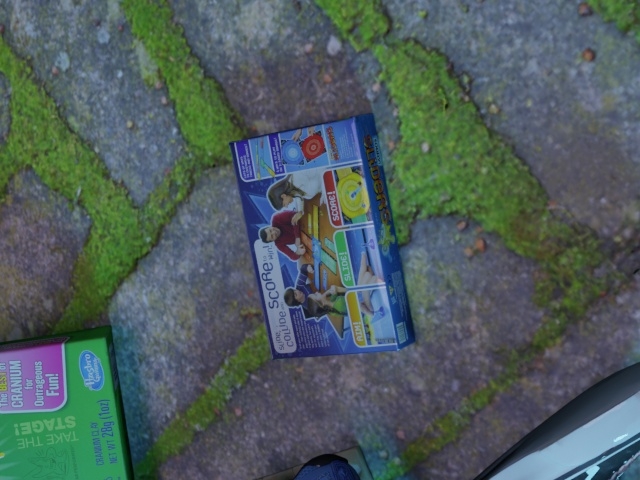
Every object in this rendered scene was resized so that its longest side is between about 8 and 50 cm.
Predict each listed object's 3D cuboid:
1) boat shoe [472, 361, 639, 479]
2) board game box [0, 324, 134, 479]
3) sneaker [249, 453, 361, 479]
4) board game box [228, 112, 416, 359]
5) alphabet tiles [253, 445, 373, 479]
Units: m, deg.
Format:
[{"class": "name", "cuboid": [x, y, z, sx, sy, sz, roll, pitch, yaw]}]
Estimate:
[{"class": "boat shoe", "cuboid": [0.185, 0.203, 0.911, 0.105, 0.113, 0.306, 48, 124, 8]}, {"class": "board game box", "cuboid": [-0.351, 0.228, 1.184, 0.316, 0.064, 0.242, -8, 97, -4]}, {"class": "sneaker", "cuboid": [-0.041, 0.300, 1.074, 0.330, 0.129, 0.147, -48, 47, 39]}, {"class": "board game box", "cuboid": [0.000, 0.000, 1.033, 0.136, 0.035, 0.201, -7, 96, 33]}, {"class": "alphabet tiles", "cuboid": [0.005, 0.329, 1.113, 0.198, 0.009, 0.237, -26, 85, 34]}]
